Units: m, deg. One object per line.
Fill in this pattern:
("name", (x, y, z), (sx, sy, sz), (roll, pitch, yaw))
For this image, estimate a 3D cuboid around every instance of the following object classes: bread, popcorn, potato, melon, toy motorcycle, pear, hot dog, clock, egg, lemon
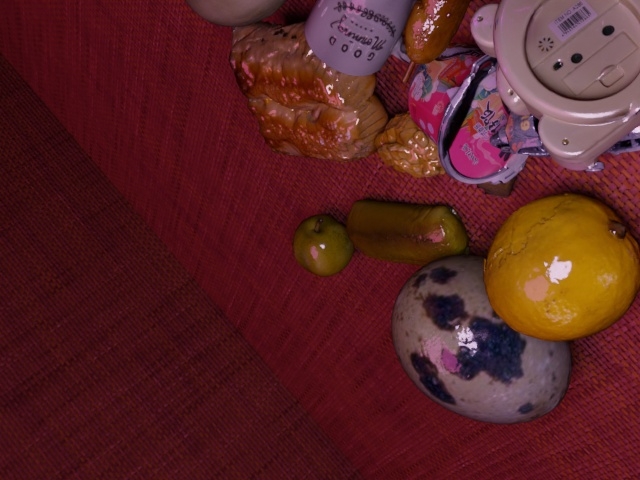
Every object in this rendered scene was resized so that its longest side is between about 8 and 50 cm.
("bread", (0.224, -0.428, 1.501), (0.084, 0.124, 0.344), (39, 121, 29))
("popcorn", (0.210, -0.211, 1.859), (0.194, 0.140, 0.163), (29, 148, 36))
("bread", (0.202, -0.010, 2.119), (0.384, 0.112, 0.166), (9, 129, 53))
("potato", (0.373, -0.142, 1.757), (0.089, 0.100, 0.172), (13, 174, 28))
("melon", (-0.188, -0.604, 1.898), (0.308, 0.272, 0.271), (-13, 112, 43))
("toy motorcycle", (0.430, -0.184, 1.450), (0.307, 0.173, 0.108), (-1, 82, 25))
("pear", (0.000, 0.000, 2.373), (0.180, 0.166, 0.216), (51, 170, 37))
("hot dog", (-0.005, -0.346, 1.985), (0.365, 0.196, 0.367), (19, 142, 50))
("clock", (0.406, -0.298, 1.332), (0.309, 0.284, 0.114), (56, -166, 21))
("egg", (0.357, 0.225, 1.901), (0.428, 0.345, 0.345), (43, 152, -3))
("lemon", (0.455, 0.054, 1.631), (0.297, 0.297, 0.297), (37, 148, 28))

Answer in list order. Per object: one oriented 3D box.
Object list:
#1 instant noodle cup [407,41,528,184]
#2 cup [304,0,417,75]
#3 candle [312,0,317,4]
("instant noodle cup", (0.279, -0.258, 1.611), (0.181, 0.258, 0.302), (47, 157, 42))
("cup", (0.127, -0.454, 1.706), (0.258, 0.186, 0.234), (26, 145, -10))
("candle", (-0.017, -0.586, 1.873), (0.048, 0.053, 0.162), (4, 120, 55))
